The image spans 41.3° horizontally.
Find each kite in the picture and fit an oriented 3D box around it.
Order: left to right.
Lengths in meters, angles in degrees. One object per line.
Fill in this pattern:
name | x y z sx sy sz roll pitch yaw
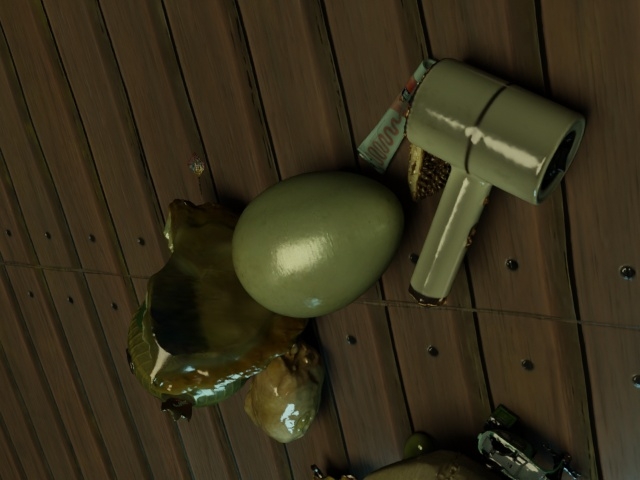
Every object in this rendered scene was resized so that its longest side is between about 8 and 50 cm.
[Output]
kite | -0.231 -0.125 1.569 0.044 0.002 0.078 33 130 22

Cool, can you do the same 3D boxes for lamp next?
lamp | -0.237 0.213 1.568 0.250 0.284 0.250 4 140 3

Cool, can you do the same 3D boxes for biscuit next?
biscuit | -0.192 0.083 1.454 0.335 0.329 0.078 58 166 8

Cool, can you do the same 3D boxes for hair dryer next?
hair dryer | 0.193 -0.044 1.150 0.203 0.128 0.361 30 122 23

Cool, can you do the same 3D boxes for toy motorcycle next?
toy motorcycle | 0.318 0.334 1.298 0.173 0.100 0.058 36 132 23

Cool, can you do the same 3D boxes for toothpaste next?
toothpaste | 0.114 -0.178 1.231 0.056 0.036 0.205 44 138 10

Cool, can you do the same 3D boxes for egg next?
egg | 0.000 0.000 1.298 0.296 0.218 0.218 -25 96 32

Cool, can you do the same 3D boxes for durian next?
durian | 0.158 -0.110 1.238 0.066 0.052 0.130 -118 30 -55

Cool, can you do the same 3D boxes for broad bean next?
broad bean | 0.171 0.375 1.482 0.063 0.045 0.083 37 126 36

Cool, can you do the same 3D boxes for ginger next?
ginger | -0.067 0.282 1.564 0.152 0.138 0.267 48 139 16

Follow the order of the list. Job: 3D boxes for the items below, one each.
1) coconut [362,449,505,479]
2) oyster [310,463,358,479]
coconut | 0.170 0.529 1.319 0.347 0.360 0.346 14 131 17
oyster | 0.068 0.596 1.633 0.221 0.096 0.360 -140 44 -56
